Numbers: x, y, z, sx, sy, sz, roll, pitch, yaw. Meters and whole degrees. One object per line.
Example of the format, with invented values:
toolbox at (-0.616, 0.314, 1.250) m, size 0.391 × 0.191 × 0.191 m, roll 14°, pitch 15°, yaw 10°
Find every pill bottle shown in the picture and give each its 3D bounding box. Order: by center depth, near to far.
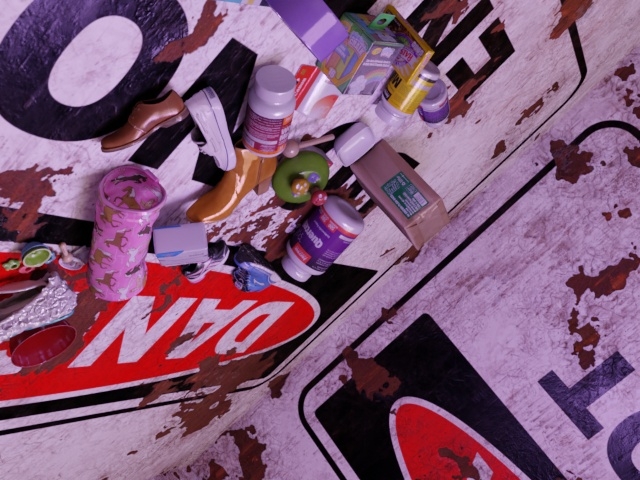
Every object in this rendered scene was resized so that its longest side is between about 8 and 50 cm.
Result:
pill bottle at (-0.129, -0.325, 1.657) m, size 0.121 × 0.121 × 0.221 m, roll -26°, pitch 155°, yaw -29°
pill bottle at (0.262, -0.458, 2.007) m, size 0.119 × 0.119 × 0.208 m, roll -12°, pitch 146°, yaw -48°
pill bottle at (0.380, -0.457, 2.204) m, size 0.108 × 0.108 × 0.193 m, roll -39°, pitch 158°, yaw 1°
pill bottle at (0.000, 0.000, 2.406) m, size 0.323 × 0.181 × 0.181 m, roll -48°, pitch 156°, yaw 22°

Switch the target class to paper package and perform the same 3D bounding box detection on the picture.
paper package at (0.289, -0.161, 2.354) m, size 0.168 × 0.325 × 0.309 m, roll -41°, pitch 157°, yaw 4°

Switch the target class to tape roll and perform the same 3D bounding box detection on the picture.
tape roll at (-0.034, -0.451, 1.302) m, size 0.080 × 0.189 × 0.189 m, roll -43°, pitch 158°, yaw 10°

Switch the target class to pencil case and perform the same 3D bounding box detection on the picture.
pencil case at (-0.496, -0.010, 1.656) m, size 0.160 × 0.167 × 0.386 m, roll 11°, pitch 138°, yaw -16°

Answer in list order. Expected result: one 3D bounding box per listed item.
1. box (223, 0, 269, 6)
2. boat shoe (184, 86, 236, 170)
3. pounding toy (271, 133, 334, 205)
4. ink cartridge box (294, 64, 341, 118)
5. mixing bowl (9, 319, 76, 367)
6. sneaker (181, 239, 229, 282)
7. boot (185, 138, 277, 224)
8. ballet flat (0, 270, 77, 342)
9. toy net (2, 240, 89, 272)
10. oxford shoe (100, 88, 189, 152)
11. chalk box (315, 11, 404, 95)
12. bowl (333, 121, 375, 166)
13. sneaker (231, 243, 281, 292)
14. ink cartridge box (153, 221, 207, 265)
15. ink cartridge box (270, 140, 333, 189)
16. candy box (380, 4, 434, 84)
box at (-0.136, -0.534, 1.321) m, size 0.244 × 0.060 × 0.100 m, roll -14°, pitch 148°, yaw -46°
boat shoe at (-0.273, -0.257, 1.606) m, size 0.088 × 0.096 × 0.267 m, roll -28°, pitch 155°, yaw -14°
pounding toy at (-0.038, -0.182, 1.919) m, size 0.183 × 0.110 × 0.237 m, roll -8°, pitch 134°, yaw -22°
ink cartridge box at (-0.016, -0.403, 1.785) m, size 0.179 × 0.045 × 0.145 m, roll -13°, pitch 146°, yaw -52°
mixing bowl at (-0.780, 0.256, 1.807) m, size 0.181 × 0.098 × 0.181 m, roll -31°, pitch 157°, yaw -15°
sneaker at (-0.374, 0.065, 2.111) m, size 0.178 × 0.072 × 0.077 m, roll -45°, pitch 147°, yaw 1°
boot at (-0.247, -0.179, 1.812) m, size 0.295 × 0.104 × 0.211 m, roll -30°, pitch 151°, yaw -29°
ballet flat at (-0.815, 0.188, 1.613) m, size 0.409 × 0.147 × 0.147 m, roll -25°, pitch 155°, yaw -24°
toy net at (-0.673, 0.055, 1.654) m, size 0.122 × 0.045 × 0.232 m, roll -45°, pitch 157°, yaw 14°
oxford shoe at (-0.401, -0.267, 1.448) m, size 0.212 × 0.076 × 0.076 m, roll -33°, pitch 127°, yaw -8°
chalk box at (0.110, -0.498, 1.682) m, size 0.132 × 0.132 × 0.213 m, roll -12°, pitch 145°, yaw -46°
bowl at (0.105, -0.319, 2.121) m, size 0.142 × 0.053 × 0.142 m, roll -39°, pitch 158°, yaw 3°
sneaker at (-0.246, 0.122, 2.336) m, size 0.147 × 0.130 × 0.330 m, roll -40°, pitch 158°, yaw -3°
ink cartridge box at (-0.389, 0.014, 1.837) m, size 0.140 × 0.082 × 0.190 m, roll -7°, pitch 171°, yaw -10°
ink cartridge box at (-0.064, -0.212, 2.041) m, size 0.175 × 0.072 × 0.127 m, roll -46°, pitch 157°, yaw 18°
candy box at (0.207, -0.510, 1.703) m, size 0.027 × 0.206 × 0.105 m, roll -4°, pitch 140°, yaw -38°
